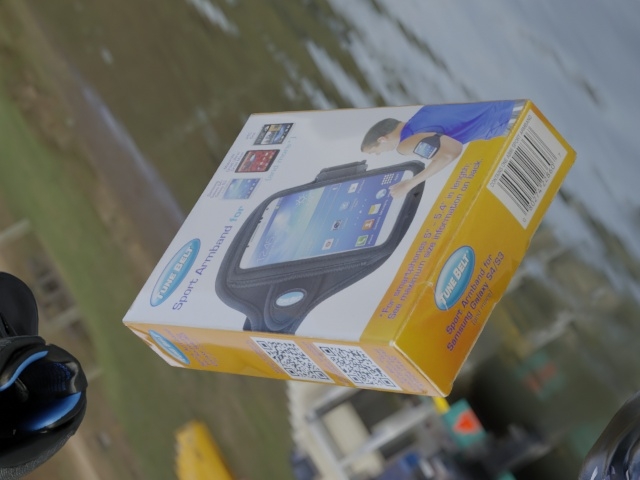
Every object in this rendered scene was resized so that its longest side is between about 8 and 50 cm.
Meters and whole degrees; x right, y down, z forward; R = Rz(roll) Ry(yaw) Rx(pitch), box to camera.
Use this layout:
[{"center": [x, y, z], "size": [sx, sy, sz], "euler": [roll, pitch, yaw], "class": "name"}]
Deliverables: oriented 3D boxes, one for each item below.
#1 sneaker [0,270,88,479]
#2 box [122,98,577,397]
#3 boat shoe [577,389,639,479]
[{"center": [-0.153, 0.069, 0.925], "size": [0.079, 0.121, 0.217], "euler": [57, -154, -18], "class": "sneaker"}, {"center": [0.000, 0.000, 0.540], "size": [0.136, 0.081, 0.028], "euler": [3, 145, 48], "class": "box"}, {"center": [0.178, 0.172, 0.435], "size": [0.340, 0.127, 0.158], "euler": [59, 166, 8], "class": "boat shoe"}]
